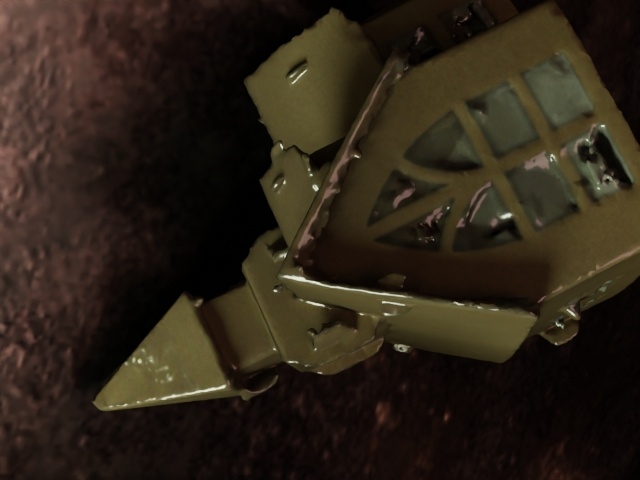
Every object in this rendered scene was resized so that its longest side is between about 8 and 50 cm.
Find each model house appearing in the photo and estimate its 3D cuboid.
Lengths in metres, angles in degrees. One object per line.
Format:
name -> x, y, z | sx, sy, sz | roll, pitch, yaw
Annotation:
model house -> 0.000, 0.000, 0.480 | 0.248, 0.181, 0.176 | -27, 77, -1
